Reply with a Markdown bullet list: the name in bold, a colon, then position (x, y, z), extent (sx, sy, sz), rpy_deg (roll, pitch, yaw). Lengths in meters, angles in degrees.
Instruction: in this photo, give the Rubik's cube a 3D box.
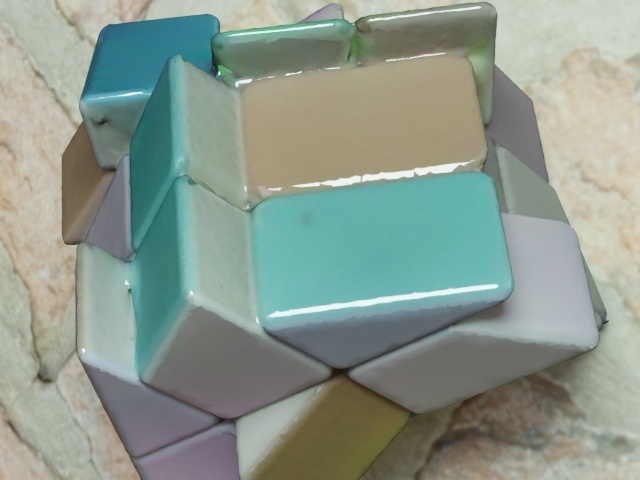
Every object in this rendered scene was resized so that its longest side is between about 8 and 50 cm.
- **Rubik's cube**: position (0.000, 0.000, 1.014), extent (0.387, 0.368, 0.358), rpy_deg (-27, 54, 27)
